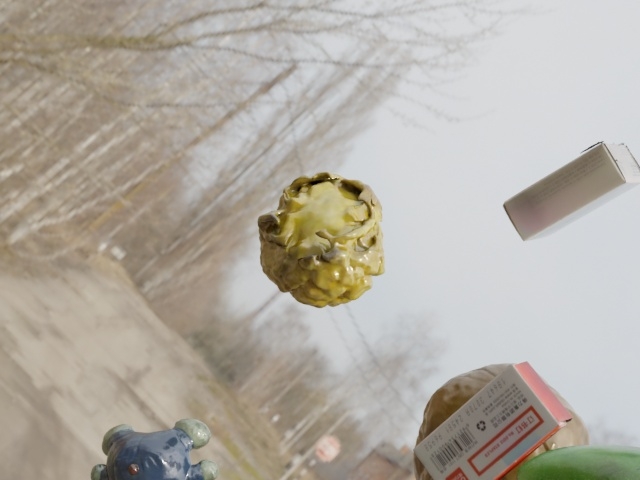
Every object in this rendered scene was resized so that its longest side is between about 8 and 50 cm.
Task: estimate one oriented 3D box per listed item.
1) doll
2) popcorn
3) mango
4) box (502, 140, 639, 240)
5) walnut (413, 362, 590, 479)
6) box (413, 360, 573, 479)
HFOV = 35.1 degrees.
[{"bbox_3d":[-0.284,0.450,1.747,0.154,0.228,0.259,-68,153,-75],"label":"doll"},{"bbox_3d":[0.000,0.000,1.748,0.250,0.250,0.190,33,-19,50],"label":"popcorn"},{"bbox_3d":[0.475,0.412,1.547,0.381,0.225,0.201,10,-62,40],"label":"mango"},{"bbox_3d":[0.535,-0.104,2.131,0.203,0.251,0.106,-9,69,-62],"label":"box"},{"bbox_3d":[0.350,0.437,1.979,0.354,0.307,0.398,-107,-157,-49],"label":"walnut"},{"bbox_3d":[0.262,0.300,1.559,0.123,0.229,0.050,53,17,27],"label":"box"}]
